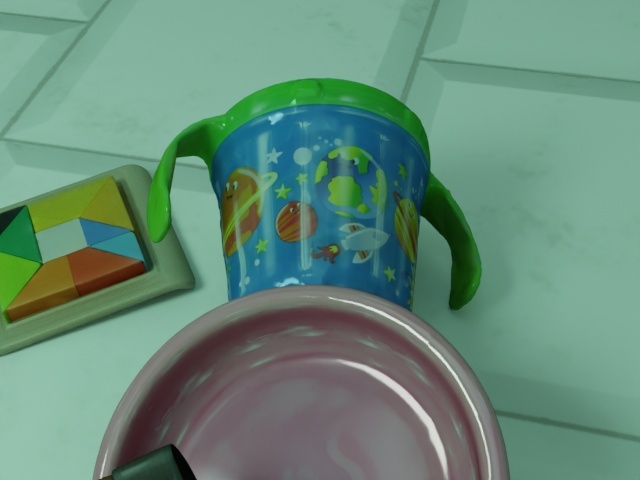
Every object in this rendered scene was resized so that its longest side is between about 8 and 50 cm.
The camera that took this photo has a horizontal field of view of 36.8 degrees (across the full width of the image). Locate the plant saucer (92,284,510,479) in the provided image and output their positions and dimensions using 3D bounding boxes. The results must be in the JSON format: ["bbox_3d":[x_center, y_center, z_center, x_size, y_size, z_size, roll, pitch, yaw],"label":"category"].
[{"bbox_3d":[-0.015,0.201,0.766,0.332,0.084,0.332,-6,63,12],"label":"plant saucer"}]

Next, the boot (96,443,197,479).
[{"bbox_3d":[-0.178,0.307,0.646,0.280,0.096,0.264,-30,61,-5],"label":"boot"}]

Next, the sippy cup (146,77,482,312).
[{"bbox_3d":[0.000,0.000,0.947,0.305,0.240,0.224,-7,55,9],"label":"sippy cup"}]

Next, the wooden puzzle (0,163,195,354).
[{"bbox_3d":[-0.282,0.007,1.071,0.238,0.044,0.221,-17,46,-14],"label":"wooden puzzle"}]
